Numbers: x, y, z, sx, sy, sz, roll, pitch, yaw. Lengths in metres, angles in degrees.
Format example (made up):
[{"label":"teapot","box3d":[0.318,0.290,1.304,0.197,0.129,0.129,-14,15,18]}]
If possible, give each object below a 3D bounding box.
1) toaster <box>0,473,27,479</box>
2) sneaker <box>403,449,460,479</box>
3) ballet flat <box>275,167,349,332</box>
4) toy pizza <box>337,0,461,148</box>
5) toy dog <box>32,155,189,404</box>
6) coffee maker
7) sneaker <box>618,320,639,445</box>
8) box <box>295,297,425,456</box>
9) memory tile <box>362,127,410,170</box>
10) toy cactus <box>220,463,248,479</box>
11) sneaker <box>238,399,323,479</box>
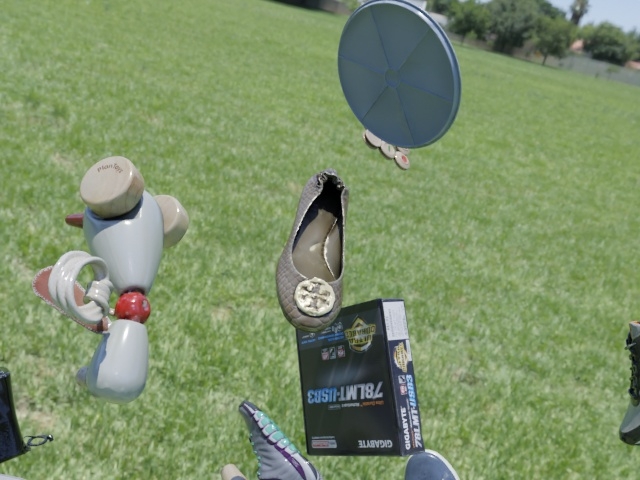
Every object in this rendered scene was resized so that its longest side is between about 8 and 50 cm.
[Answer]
[{"label":"toaster","box3d":[-0.578,0.480,1.140,0.147,0.129,0.227,13,43,-11]},{"label":"sneaker","box3d":[0.226,0.597,1.346,0.131,0.350,0.148,-18,-20,23]},{"label":"ballet flat","box3d":[0.000,0.000,0.830,0.084,0.058,0.249,20,47,-10]},{"label":"toy pizza","box3d":[0.104,-0.218,0.890,0.201,0.201,0.032,28,45,33]},{"label":"toy dog","box3d":[-0.294,0.045,0.906,0.161,0.220,0.333,-12,37,18]},{"label":"coffee maker","box3d":[-0.662,0.352,1.386,0.120,0.178,0.171,-3,8,33]},{"label":"sneaker","box3d":[0.522,0.192,1.070,0.108,0.271,0.100,19,6,9]},{"label":"box","box3d":[0.067,0.283,1.373,0.073,0.293,0.295,5,-16,-37]},{"label":"memory tile","box3d":[0.119,-0.198,1.211,0.113,0.012,0.148,31,44,-27]},{"label":"toy cactus","box3d":[-0.145,0.530,1.357,0.219,0.112,0.180,-19,41,-23]},{"label":"sneaker","box3d":[-0.101,0.390,1.238,0.224,0.098,0.083,38,-14,36]}]
